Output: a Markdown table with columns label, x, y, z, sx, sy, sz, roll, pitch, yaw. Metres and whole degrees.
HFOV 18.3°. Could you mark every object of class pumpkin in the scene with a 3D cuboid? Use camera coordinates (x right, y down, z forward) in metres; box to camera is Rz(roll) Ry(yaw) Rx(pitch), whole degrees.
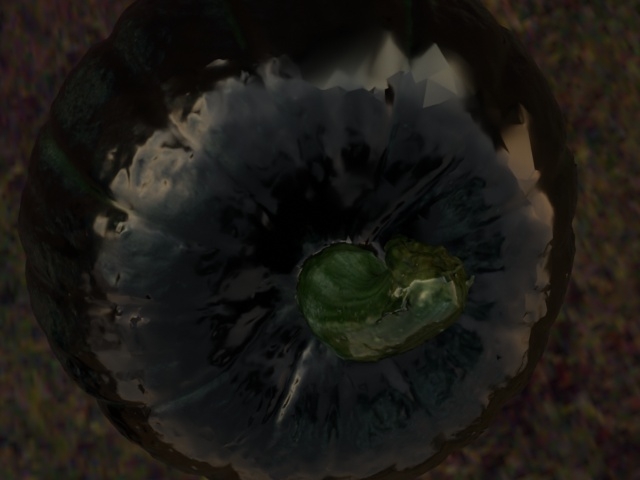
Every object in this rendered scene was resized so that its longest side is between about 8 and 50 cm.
| label | x | y | z | sx | sy | sz | roll | pitch | yaw |
| --- | --- | --- | --- | --- | --- | --- | --- | --- | --- |
| pumpkin | 0.000 | 0.000 | 0.844 | 0.248 | 0.248 | 0.248 | -7 | 128 | -9 |
